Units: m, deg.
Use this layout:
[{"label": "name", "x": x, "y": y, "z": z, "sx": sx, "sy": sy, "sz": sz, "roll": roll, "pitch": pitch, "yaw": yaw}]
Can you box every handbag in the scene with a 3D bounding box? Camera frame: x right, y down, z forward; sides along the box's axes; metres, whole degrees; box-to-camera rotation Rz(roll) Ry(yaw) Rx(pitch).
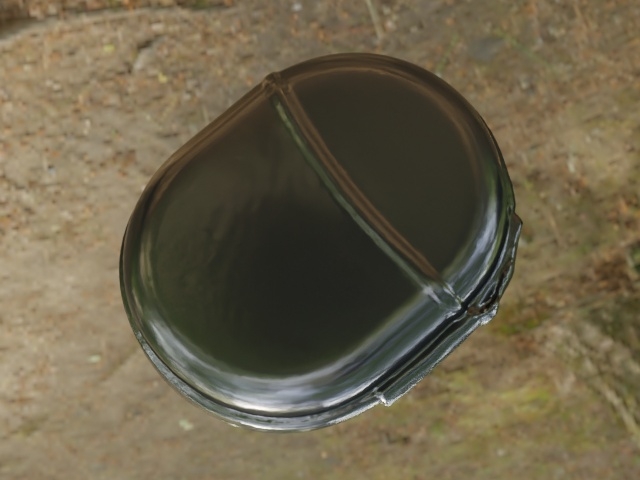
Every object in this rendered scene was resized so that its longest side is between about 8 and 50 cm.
[{"label": "handbag", "x": 0.000, "y": 0.000, "z": 1.029, "sx": 0.308, "sy": 0.254, "sz": 0.093, "roll": -40, "pitch": 161, "yaw": -7}]
